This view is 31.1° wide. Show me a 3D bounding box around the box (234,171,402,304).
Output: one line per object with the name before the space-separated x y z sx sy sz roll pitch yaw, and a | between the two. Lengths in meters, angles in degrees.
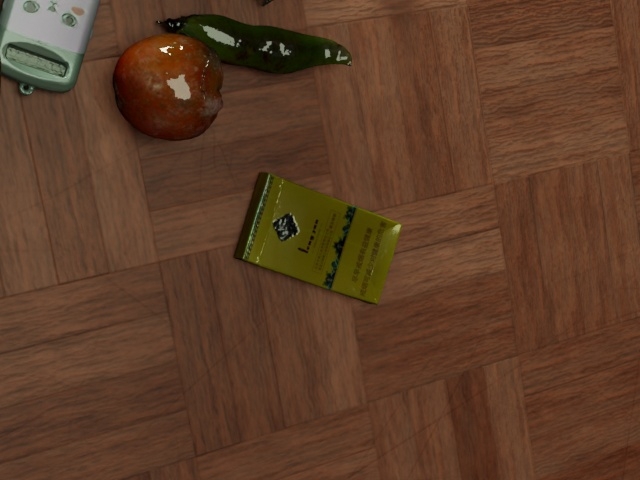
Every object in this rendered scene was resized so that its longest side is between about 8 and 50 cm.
box | 0.001 0.000 1.972 0.279 0.041 0.153 20 85 -26

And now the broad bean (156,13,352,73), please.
broad bean | -0.104 -0.319 1.888 0.339 0.061 0.077 7 78 -27

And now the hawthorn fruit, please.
hawthorn fruit | -0.234 -0.235 1.773 0.172 0.173 0.173 -2 94 -26

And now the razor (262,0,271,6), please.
razor | -0.173 -0.427 1.842 0.231 0.106 0.068 4 91 -17

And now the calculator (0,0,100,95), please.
calculator | -0.414 -0.337 1.743 0.141 0.045 0.246 18 86 -26
